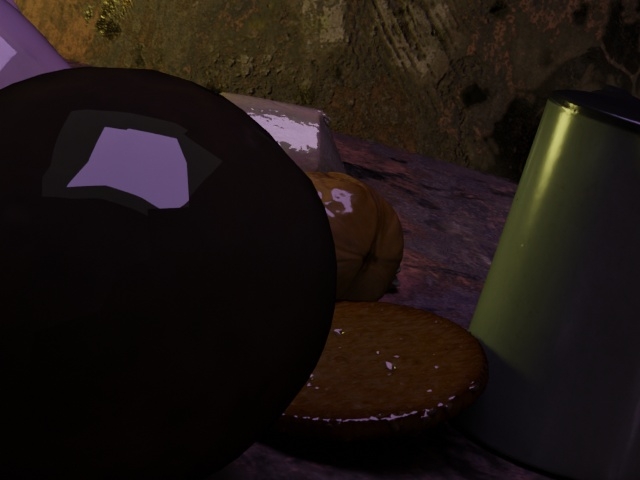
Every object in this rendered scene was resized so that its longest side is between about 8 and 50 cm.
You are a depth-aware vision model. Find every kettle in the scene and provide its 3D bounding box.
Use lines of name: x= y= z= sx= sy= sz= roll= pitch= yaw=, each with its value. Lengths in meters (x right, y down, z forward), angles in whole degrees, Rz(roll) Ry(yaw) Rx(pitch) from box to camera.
kettle: x=0.304 y=0.029 z=1.439 sx=0.250 sy=0.377 sz=0.361 roll=15 pitch=14 yaw=0

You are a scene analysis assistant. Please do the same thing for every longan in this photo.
longan: x=-0.172 y=0.034 z=1.017 sx=0.404 sy=0.336 sz=0.404 roll=-22 pitch=6 yaw=2

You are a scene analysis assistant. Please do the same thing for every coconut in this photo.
coconut: x=-0.077 y=-0.090 z=1.847 sx=0.244 sy=0.239 sz=0.239 roll=9 pitch=14 yaw=-15

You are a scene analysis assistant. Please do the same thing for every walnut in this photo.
walnut: x=0.000 y=0.000 z=1.650 sx=0.195 sy=0.195 sz=0.221 roll=8 pitch=15 yaw=-29

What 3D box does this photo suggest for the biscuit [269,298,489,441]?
biscuit: x=0.024 y=0.131 z=1.321 sx=0.305 sy=0.038 sz=0.305 roll=0 pitch=20 yaw=0

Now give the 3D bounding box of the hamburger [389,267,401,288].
hamburger: x=0.074 y=0.040 z=1.860 sx=0.084 sy=0.054 sz=0.121 roll=20 pitch=7 yaw=28

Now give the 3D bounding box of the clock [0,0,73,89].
clock: x=-0.410 y=-0.123 z=1.350 sx=0.376 sy=0.368 sz=0.250 roll=23 pitch=-23 yaw=9
